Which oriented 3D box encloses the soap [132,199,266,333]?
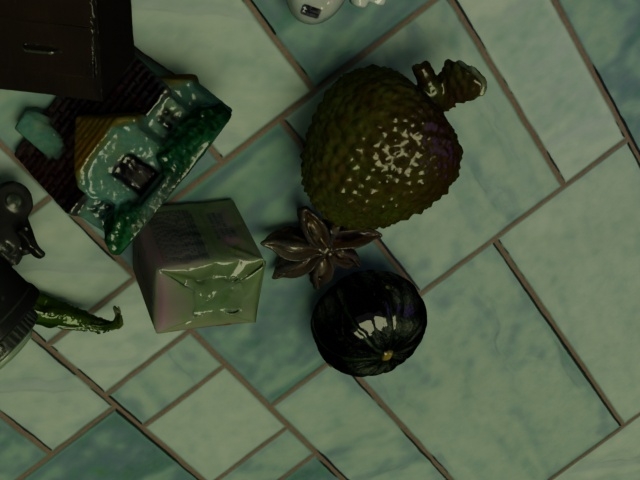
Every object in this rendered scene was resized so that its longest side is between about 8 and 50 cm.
[{"bbox_3d":[-0.209,0.041,1.956,0.182,0.199,0.138,-4,125,-20],"label":"soap"}]

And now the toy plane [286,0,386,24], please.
[{"bbox_3d":[0.013,-0.448,1.791,0.245,0.117,0.244,-1,120,-2],"label":"toy plane"}]

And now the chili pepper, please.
[{"bbox_3d":[-0.507,0.100,1.949,0.359,0.076,0.085,12,118,-21],"label":"chili pepper"}]

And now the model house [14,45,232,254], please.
[{"bbox_3d":[-0.314,-0.169,1.794,0.249,0.230,0.280,38,100,-11],"label":"model house"}]

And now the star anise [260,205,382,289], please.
[{"bbox_3d":[-0.009,0.012,2.090,0.197,0.073,0.212,-39,137,15],"label":"star anise"}]

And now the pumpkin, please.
[{"bbox_3d":[0.091,0.154,2.162,0.220,0.162,0.220,-19,146,-13],"label":"pumpkin"}]

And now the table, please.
[{"bbox_3d":[-0.367,-0.318,1.644,0.169,0.172,0.193,8,123,6],"label":"table"}]

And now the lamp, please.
[{"bbox_3d":[-0.572,0.090,1.773,0.374,0.205,0.272,-27,98,-26],"label":"lamp"}]

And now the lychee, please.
[{"bbox_3d":[0.108,-0.161,1.917,0.270,0.270,0.320,16,96,-29],"label":"lychee"}]
